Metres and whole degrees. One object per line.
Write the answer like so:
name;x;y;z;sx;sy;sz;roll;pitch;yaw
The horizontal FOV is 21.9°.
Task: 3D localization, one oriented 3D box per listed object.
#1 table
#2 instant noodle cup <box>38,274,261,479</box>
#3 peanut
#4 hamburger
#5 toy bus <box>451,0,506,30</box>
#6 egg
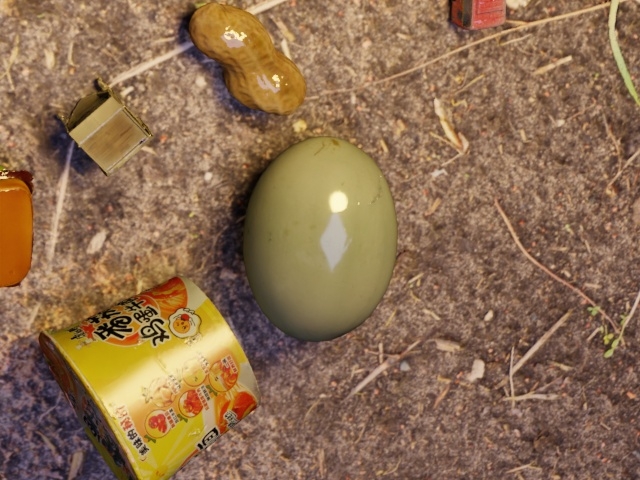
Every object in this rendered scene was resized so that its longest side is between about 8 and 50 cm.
table;-0.266;-0.140;2.033;0.079;0.062;0.083;-41;127;1
instant noodle cup;-0.211;0.181;2.133;0.200;0.264;0.264;-30;126;-16
peanut;-0.092;-0.225;2.063;0.089;0.089;0.193;-41;122;0
hamburger;-0.416;-0.018;2.008;0.137;0.087;0.166;-6;118;-34
toy bus;0.204;-0.362;2.130;0.065;0.077;0.192;-12;121;-17
egg;0.000;0.000;2.153;0.203;0.203;0.283;-5;119;-24
